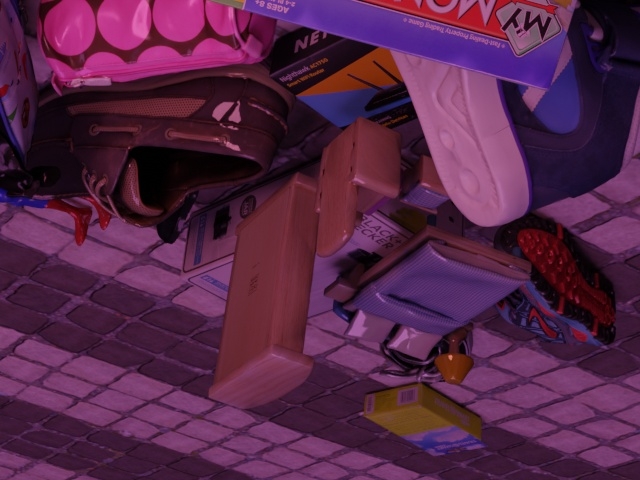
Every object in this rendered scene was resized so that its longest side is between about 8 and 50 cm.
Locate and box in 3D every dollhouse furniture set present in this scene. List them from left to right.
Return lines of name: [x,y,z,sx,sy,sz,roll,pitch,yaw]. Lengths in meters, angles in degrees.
dollhouse furniture set: [0.087,0.073,1.296,0.303,0.198,0.286,20,148,-23]

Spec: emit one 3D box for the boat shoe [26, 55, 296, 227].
boat shoe: [-0.189,-0.090,1.309,0.355,0.130,0.132,-15,144,33]

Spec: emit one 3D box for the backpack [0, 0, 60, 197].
backpack: [-0.368,-0.171,1.124,0.277,0.213,0.263,2,159,-5]

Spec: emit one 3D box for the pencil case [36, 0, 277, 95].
pencil case: [-0.144,-0.187,1.162,0.209,0.098,0.095,-7,148,20]

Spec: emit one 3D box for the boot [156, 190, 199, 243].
boot: [-0.197,-0.047,1.475,0.099,0.045,0.121,13,143,-16]

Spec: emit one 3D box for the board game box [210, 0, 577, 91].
board game box: [0.043,-0.248,0.928,0.317,0.213,0.046,13,-169,-12]

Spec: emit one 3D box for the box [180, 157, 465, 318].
box: [0.000,0.000,1.476,0.290,0.087,0.169,-20,141,38]

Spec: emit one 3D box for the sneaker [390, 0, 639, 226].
sneaker: [0.185,-0.191,1.095,0.130,0.236,0.322,18,131,58]

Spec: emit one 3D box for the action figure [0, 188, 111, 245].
action figure: [-0.373,-0.043,1.432,0.280,0.139,0.091,27,143,-29]

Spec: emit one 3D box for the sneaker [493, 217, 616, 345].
sneaker: [0.249,0.065,1.529,0.125,0.104,0.262,-11,147,31]

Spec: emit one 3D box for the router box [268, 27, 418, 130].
router box: [0.062,-0.166,1.211,0.179,0.046,0.133,-21,140,39]

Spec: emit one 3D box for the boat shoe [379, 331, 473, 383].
boat shoe: [0.126,0.127,1.659,0.113,0.105,0.306,-1,150,13]

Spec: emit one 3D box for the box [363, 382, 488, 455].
box: [0.162,0.272,1.973,0.109,0.042,0.178,-17,143,37]
